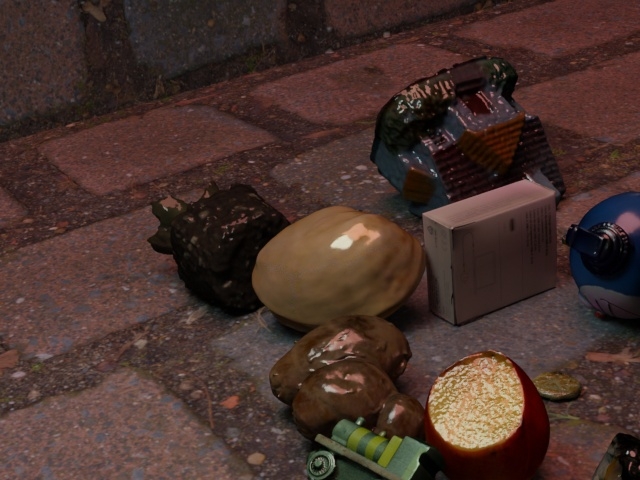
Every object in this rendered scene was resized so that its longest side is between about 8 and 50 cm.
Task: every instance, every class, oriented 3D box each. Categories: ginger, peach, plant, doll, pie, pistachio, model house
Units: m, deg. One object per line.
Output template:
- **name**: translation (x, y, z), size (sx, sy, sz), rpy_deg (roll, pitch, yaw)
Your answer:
- **ginger**: translation (0.049, 0.243, 1.856), size (0.245, 0.155, 0.304), rpy_deg (-4, 32, -10)
- **peach**: translation (0.243, 0.263, 1.689), size (0.190, 0.192, 0.190), rpy_deg (-13, 14, 3)
- **plant**: translation (-0.204, 0.000, 2.348), size (0.215, 0.213, 0.312), rpy_deg (-27, 29, -29)
- **doll**: translation (0.581, 0.043, 2.042), size (0.284, 0.240, 0.310), rpy_deg (13, 7, -38)
- **pie**: translation (0.390, 0.240, 1.908), size (0.085, 0.017, 0.085), rpy_deg (-4, 24, 2)
- **pistachio**: translation (0.038, 0.057, 2.161), size (0.321, 0.229, 0.238), rpy_deg (-11, 57, 11)
- **model house**: translation (0.344, -0.172, 2.563), size (0.360, 0.297, 0.339), rpy_deg (-20, 59, -28)

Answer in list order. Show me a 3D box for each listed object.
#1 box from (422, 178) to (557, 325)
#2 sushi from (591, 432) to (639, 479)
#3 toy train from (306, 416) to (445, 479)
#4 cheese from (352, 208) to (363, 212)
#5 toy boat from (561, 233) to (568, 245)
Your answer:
- **box**: translation (0.323, 0.020, 2.176), size (0.252, 0.203, 0.106), rpy_deg (-18, 26, -24)
- **sushi**: translation (0.410, 0.380, 1.380), size (0.171, 0.210, 0.350), rpy_deg (16, 25, 5)
- **toy train**: translation (0.071, 0.328, 1.669), size (0.200, 0.083, 0.132), rpy_deg (21, 68, 41)
- **cheese**: translation (0.000, 0.000, 2.481), size (0.127, 0.050, 0.255), rpy_deg (10, 29, 31)
- **toy boat**: translation (0.563, -0.011, 2.407), size (0.115, 0.016, 0.063), rpy_deg (-21, 28, -30)
